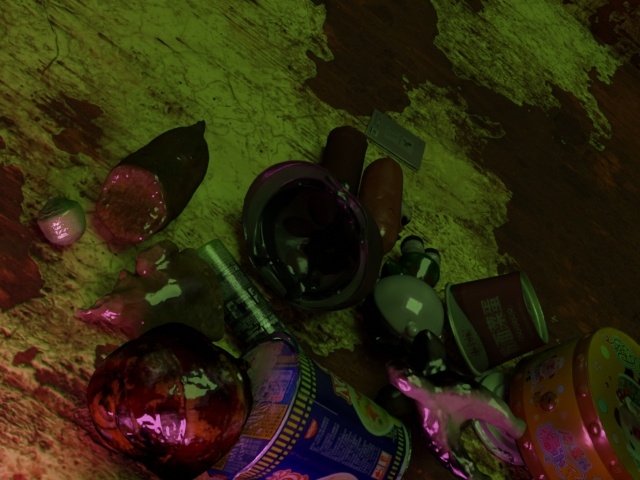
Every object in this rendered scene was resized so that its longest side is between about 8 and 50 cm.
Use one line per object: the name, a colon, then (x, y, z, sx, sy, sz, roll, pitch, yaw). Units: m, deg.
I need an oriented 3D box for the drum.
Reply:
drum: (0.642, 0.422, 2.040, 0.431, 0.214, 0.431, 26, 48, -33)

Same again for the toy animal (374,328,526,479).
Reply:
toy animal: (0.230, 0.311, 1.792, 0.303, 0.344, 0.194, 39, 88, -9)

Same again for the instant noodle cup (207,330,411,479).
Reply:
instant noodle cup: (-0.011, 0.357, 1.631, 0.312, 0.284, 0.284, 31, 44, -26)

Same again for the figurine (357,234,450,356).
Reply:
figurine: (0.202, 0.125, 2.020, 0.281, 0.167, 0.370, 39, 35, -11)

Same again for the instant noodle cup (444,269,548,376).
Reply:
instant noodle cup: (0.409, 0.179, 2.056, 0.235, 0.178, 0.234, 51, 27, -39)

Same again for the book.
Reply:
book: (0.206, -0.274, 2.425, 0.182, 0.014, 0.127, 32, 45, -13)

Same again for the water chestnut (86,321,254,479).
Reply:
water chestnut: (-0.243, 0.262, 1.503, 0.289, 0.289, 0.244, 30, 56, -16)

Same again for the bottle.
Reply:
bottle: (-0.143, 0.151, 1.786, 0.330, 0.093, 0.093, 52, 44, 7)

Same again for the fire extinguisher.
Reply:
fire extinguisher: (0.052, -0.117, 2.139, 0.147, 0.106, 0.337, 49, 38, -34)

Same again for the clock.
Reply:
clock: (0.446, 0.403, 2.072, 0.236, 0.053, 0.236, 20, 48, -23)

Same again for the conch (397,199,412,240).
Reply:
conch: (0.185, -0.049, 2.159, 0.094, 0.104, 0.176, 42, -4, -31)

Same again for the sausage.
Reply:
sausage: (0.132, -0.066, 2.053, 0.114, 0.113, 0.259, 26, 49, -19)

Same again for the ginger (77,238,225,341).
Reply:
ginger: (-0.310, 0.107, 1.666, 0.270, 0.123, 0.218, 1, 80, -38)

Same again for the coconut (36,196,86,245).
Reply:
coconut: (-0.487, -0.040, 1.677, 0.088, 0.088, 0.096, -39, 115, -47)

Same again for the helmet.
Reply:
helmet: (0.000, 0.000, 1.909, 0.338, 0.271, 0.197, 54, 15, 23)

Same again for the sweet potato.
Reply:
sweet potato: (-0.322, -0.132, 1.834, 0.158, 0.158, 0.369, 41, 36, -4)
